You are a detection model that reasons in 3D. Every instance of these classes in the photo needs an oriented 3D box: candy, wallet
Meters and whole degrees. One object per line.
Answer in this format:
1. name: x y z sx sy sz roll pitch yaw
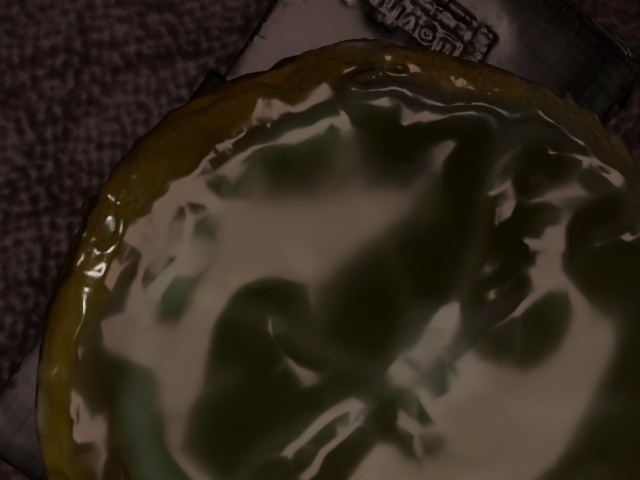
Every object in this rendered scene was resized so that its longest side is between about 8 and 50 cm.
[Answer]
1. candy: 0.021 0.051 0.401 0.260 0.118 0.260 0 91 -10
2. wallet: 0.000 0.000 0.469 0.169 0.044 0.317 36 87 -10
